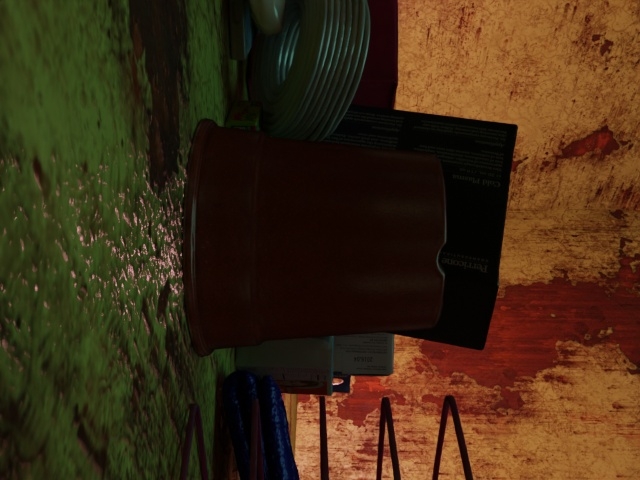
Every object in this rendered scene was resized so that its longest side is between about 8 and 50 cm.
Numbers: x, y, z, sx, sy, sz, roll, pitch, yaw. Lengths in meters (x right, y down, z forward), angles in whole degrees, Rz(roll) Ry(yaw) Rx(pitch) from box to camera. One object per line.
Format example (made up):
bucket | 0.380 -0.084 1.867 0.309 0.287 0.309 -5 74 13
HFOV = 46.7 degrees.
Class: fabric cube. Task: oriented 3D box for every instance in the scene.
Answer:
fabric cube | 0.010 -0.317 1.373 0.254 0.259 0.258 91 0 -62

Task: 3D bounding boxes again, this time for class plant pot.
plant pot | 0.000 0.000 0.850 0.272 0.265 0.272 1 90 -89

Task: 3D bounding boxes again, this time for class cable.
cable | -0.019 -0.270 1.072 0.257 0.089 0.257 138 -45 -55

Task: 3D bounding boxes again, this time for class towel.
towel | -0.071 0.304 1.073 0.308 0.076 0.228 90 -15 -76

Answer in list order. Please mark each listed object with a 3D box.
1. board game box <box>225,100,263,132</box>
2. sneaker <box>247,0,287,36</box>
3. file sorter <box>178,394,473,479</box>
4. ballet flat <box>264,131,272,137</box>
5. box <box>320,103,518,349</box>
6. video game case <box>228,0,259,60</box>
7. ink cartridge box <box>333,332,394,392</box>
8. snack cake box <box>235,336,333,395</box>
board game box | -0.105 -0.100 1.068 0.092 0.043 0.181 -87 177 -61
sneaker | -0.043 -0.385 0.983 0.090 0.115 0.232 77 15 -83
file sorter | 0.004 0.279 0.764 0.182 0.290 0.202 -93 -177 -55
ballet flat | -0.086 -0.068 1.221 0.077 0.077 0.231 -89 180 -63
box | 0.108 -0.034 1.144 0.179 0.343 0.312 86 18 -51
video game case | -0.111 -0.382 1.083 0.212 0.023 0.193 -88 178 -64
ink cartridge box | 0.011 0.116 1.454 0.151 0.270 0.395 -47 138 -84
snack cake box | -0.053 0.198 1.256 0.264 0.152 0.089 89 2 -69
